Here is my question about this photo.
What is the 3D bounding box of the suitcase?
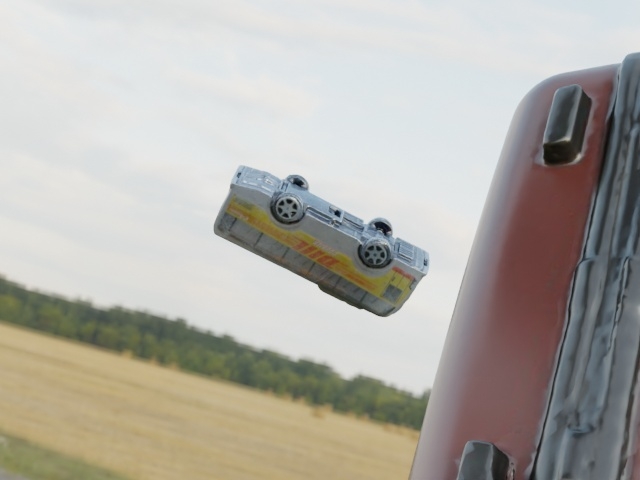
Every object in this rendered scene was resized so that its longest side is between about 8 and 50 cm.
[{"bbox_3d":[0.148,0.090,0.540,0.161,0.297,0.236,-1,-41,26],"label":"suitcase"}]

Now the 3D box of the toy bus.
[{"bbox_3d":[0.000,0.000,1.194,0.190,0.075,0.064,28,20,-5],"label":"toy bus"}]
